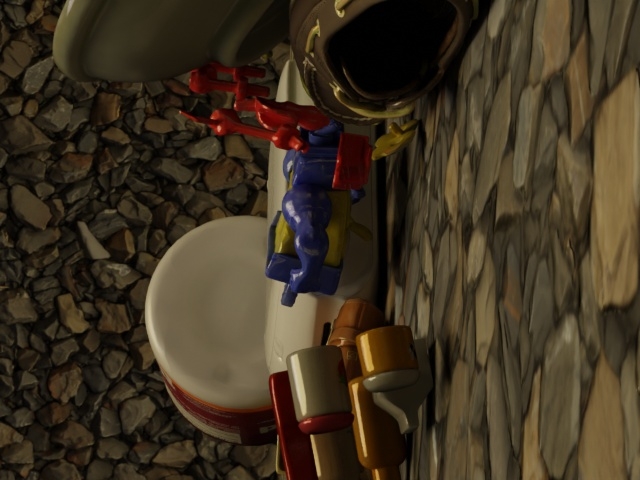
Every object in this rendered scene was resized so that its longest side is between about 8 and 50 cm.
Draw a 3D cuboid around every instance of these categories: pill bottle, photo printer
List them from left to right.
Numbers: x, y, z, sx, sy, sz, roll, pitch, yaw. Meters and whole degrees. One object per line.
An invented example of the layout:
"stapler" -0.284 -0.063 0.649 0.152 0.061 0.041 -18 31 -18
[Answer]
"pill bottle" -0.088 0.130 1.882 0.392 0.224 0.224 93 179 -73
"photo printer" 0.000 0.000 1.573 0.256 0.107 0.307 99 172 -58

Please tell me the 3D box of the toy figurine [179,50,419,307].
"toy figurine" -0.033 -0.054 1.369 0.362 0.191 0.217 -95 12 -67

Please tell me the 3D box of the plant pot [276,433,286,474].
"plant pot" -0.002 0.214 1.694 0.083 0.081 0.081 20 -108 -83

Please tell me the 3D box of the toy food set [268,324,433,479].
"toy food set" 0.026 0.138 1.117 0.232 0.111 0.104 110 151 -74

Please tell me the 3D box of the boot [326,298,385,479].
"boot" 0.029 0.147 1.416 0.197 0.073 0.152 105 173 -71

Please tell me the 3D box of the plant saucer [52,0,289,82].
"plant saucer" -0.027 -0.240 1.180 0.400 0.100 0.400 -44 -1 -1

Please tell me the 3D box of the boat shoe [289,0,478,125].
"boat shoe" 0.040 -0.142 1.052 0.324 0.117 0.096 120 156 -70
